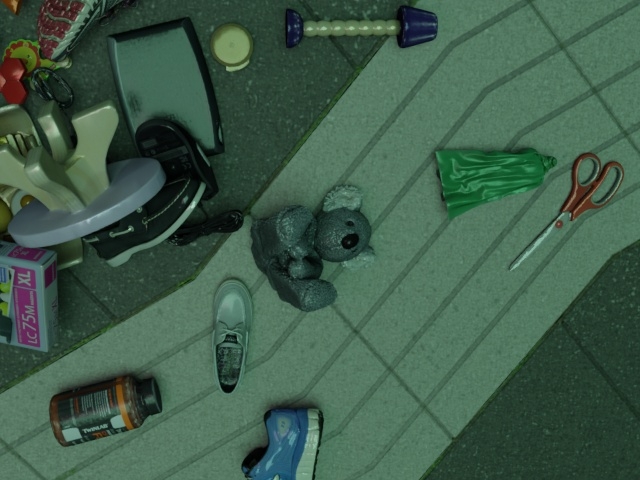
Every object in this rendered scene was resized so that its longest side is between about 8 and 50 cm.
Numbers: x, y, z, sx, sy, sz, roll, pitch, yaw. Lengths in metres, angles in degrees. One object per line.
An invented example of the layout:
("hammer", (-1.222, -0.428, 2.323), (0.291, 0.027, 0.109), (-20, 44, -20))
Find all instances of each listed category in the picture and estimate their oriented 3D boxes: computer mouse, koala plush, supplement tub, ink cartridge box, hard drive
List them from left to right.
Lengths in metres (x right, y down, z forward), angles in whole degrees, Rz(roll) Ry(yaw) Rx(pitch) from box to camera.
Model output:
("ink cartridge box", (-0.614, 0.080, 1.420), (0.311, 0.065, 0.185), (12, 119, 7))
("computer mouse", (-0.446, -0.200, 1.461), (0.071, 0.041, 0.242), (-24, 110, -5))
("supplement tub", (-0.408, 0.322, 1.558), (0.198, 0.106, 0.106), (-15, 104, -3))
("hard drive", (-0.279, -0.261, 1.471), (0.172, 0.054, 0.254), (-14, 104, -4))
("computer mouse", (-0.267, -0.106, 1.472), (0.184, 0.060, 0.262), (-19, 123, 25))
("koala plush", (0.000, 0.000, 1.522), (0.221, 0.203, 0.196), (-24, 105, -23))

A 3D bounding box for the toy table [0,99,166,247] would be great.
("toy table", (-0.415, -0.116, 1.333), (0.274, 0.252, 0.160), (-28, 124, -7))

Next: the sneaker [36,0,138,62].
("sneaker", (-0.370, -0.422, 1.390), (0.299, 0.121, 0.112), (-49, 143, 6))

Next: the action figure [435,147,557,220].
("action figure", (0.345, -0.129, 1.575), (0.232, 0.063, 0.137), (-11, 102, -1))

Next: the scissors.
("scissors", (0.499, -0.041, 1.635), (0.109, 0.021, 0.297), (29, 96, -14))

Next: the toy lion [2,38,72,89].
("toy lion", (-0.508, -0.320, 1.444), (0.100, 0.034, 0.096), (-41, 96, 3))

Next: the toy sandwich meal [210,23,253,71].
("toy sandwich meal", (-0.160, -0.352, 1.481), (0.086, 0.029, 0.085), (-1, 99, -4))

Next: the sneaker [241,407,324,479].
("sneaker", (-0.087, 0.485, 1.641), (0.147, 0.130, 0.329), (10, 98, 5))

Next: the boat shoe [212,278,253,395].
("boat shoe", (-0.170, 0.190, 1.570), (0.079, 0.081, 0.227), (2, 102, -8))

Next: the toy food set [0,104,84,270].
("toy food set", (-0.584, -0.070, 1.455), (0.220, 0.092, 0.306), (-19, 105, -2))

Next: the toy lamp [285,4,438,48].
("toy lamp", (0.075, -0.388, 1.477), (0.275, 0.080, 0.080), (-1, 102, -7))

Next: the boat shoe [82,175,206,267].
("boat shoe", (-0.318, -0.042, 1.419), (0.303, 0.114, 0.091), (-31, 118, 36))

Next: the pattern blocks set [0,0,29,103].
("pattern blocks set", (-0.640, -0.385, 1.387), (0.286, 0.026, 0.324), (-4, 99, 4))
